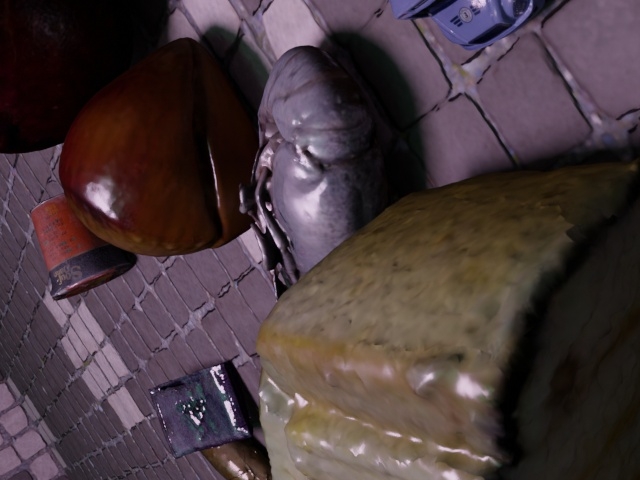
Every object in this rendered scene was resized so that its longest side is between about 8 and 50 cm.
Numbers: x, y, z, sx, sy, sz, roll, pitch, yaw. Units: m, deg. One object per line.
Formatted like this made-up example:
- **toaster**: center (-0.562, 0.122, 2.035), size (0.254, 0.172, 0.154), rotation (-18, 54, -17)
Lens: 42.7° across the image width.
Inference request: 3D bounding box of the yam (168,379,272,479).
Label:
- **yam**: center (-0.124, 0.313, 1.190), size (0.317, 0.067, 0.071), rotation (37, 129, 28)

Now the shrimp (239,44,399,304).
- **shrimp**: center (-0.001, 0.004, 0.706), size (0.145, 0.116, 0.343), rotation (24, 128, 43)

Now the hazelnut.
- **hazelnut**: center (-0.146, -0.089, 0.778), size (0.208, 0.208, 0.208), rotation (34, 141, 33)

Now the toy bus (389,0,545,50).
- **toy bus**: center (0.061, -0.190, 0.489), size (0.167, 0.076, 0.073), rotation (60, 148, -3)

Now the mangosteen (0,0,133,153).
- **mangosteen**: center (-0.332, -0.239, 0.824), size (0.297, 0.293, 0.297), rotation (8, 153, 4)

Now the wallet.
- **wallet**: center (-0.169, 0.241, 1.159), size (0.165, 0.030, 0.111), rotation (-23, 87, 36)

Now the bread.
- **bread**: center (0.085, 0.116, 0.567), size (0.264, 0.239, 0.396), rotation (23, 132, 43)

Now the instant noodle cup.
- **instant noodle cup**: center (-0.361, 0.003, 1.209), size (0.127, 0.127, 0.136), rotation (-31, 84, 58)
